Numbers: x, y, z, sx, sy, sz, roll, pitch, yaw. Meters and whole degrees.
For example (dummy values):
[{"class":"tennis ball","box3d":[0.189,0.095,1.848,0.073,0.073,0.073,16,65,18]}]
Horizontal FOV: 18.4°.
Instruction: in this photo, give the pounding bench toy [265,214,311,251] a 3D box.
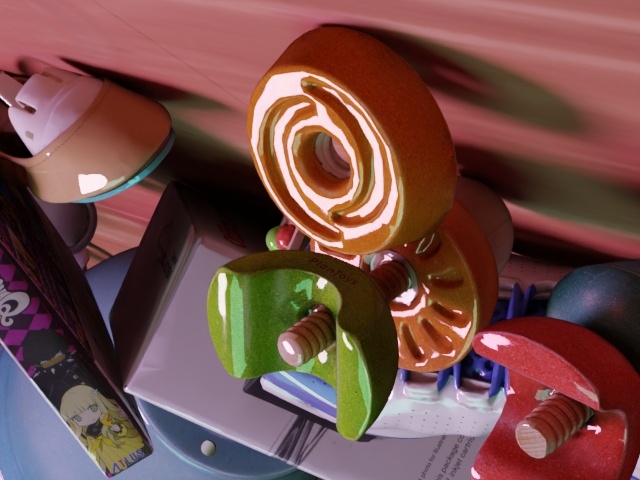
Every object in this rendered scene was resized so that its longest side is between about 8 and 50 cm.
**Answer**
[{"class":"pounding bench toy","box3d":[0.000,0.000,1.190,0.065,0.052,0.083,25,171,-13]}]

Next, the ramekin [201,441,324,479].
[{"class":"ramekin","box3d":[0.019,0.252,1.865,0.303,0.303,0.148,24,179,-6]}]

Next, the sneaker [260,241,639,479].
[{"class":"sneaker","box3d":[0.133,0.057,1.026,0.316,0.127,0.182,16,167,2]}]

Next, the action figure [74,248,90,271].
[{"class":"action figure","box3d":[-0.204,0.075,2.002,0.285,0.099,0.185,25,166,-31]}]

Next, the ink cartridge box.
[{"class":"ink cartridge box","box3d":[0.004,0.079,1.310,0.273,0.114,0.197,26,-173,-13]}]

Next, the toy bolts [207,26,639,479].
[{"class":"toy bolts","box3d":[0.086,-0.001,0.885,0.228,0.158,0.218,29,135,30]}]

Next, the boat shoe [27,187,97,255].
[{"class":"boat shoe","box3d":[-0.263,-0.059,1.434,0.228,0.081,0.069,31,173,-2]}]

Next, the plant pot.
[{"class":"plant pot","box3d":[-0.098,0.118,1.523,0.272,0.271,0.255,25,157,-14]}]

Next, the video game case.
[{"class":"video game case","box3d":[-0.195,0.014,1.264,0.210,0.042,0.232,59,180,-34]}]

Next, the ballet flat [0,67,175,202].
[{"class":"ballet flat","box3d":[-0.161,-0.066,1.152,0.073,0.080,0.232,45,161,-21]}]
